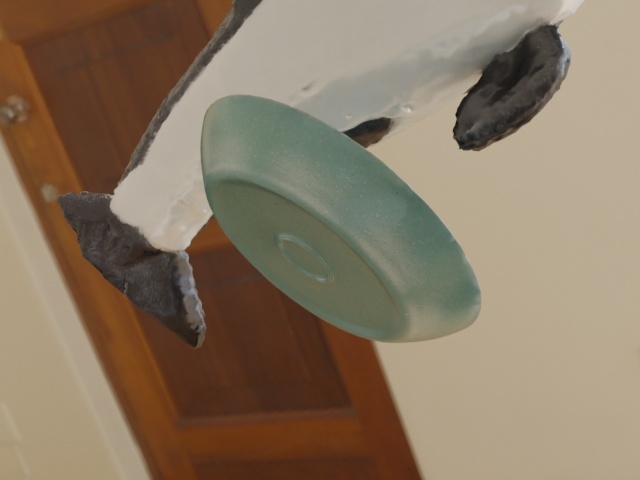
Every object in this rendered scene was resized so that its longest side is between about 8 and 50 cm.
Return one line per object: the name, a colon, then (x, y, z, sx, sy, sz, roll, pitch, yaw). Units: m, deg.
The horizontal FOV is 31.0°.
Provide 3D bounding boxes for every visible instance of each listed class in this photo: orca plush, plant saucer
orca plush: (0.033, -0.069, 0.478, 0.287, 0.151, 0.102, -53, -27, 10)
plant saucer: (0.000, 0.000, 0.402, 0.021, 0.119, 0.119, -50, 27, -21)
